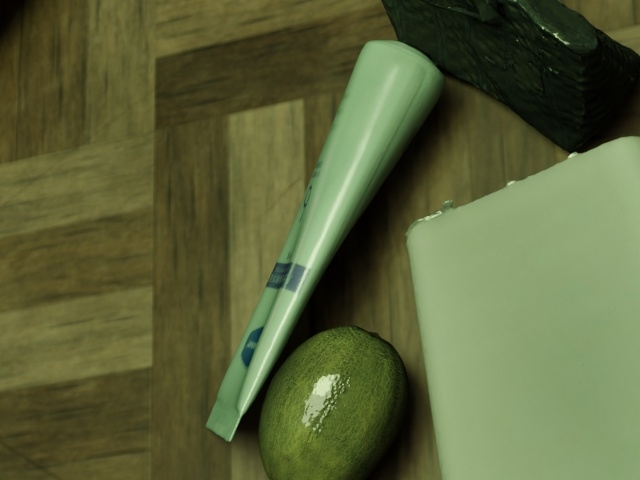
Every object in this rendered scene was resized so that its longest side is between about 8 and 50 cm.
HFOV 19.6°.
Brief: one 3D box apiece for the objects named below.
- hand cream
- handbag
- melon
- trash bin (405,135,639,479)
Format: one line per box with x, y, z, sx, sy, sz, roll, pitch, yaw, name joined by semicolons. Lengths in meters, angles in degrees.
0.000;0.000;1.358;0.067;0.109;0.320;27;84;-11;hand cream
0.114;-0.166;1.312;0.270;0.175;0.088;36;88;33;handbag
0.008;0.122;1.300;0.098;0.098;0.130;24;84;31;melon
0.212;0.134;1.128;0.296;0.256;0.367;-25;54;18;trash bin
